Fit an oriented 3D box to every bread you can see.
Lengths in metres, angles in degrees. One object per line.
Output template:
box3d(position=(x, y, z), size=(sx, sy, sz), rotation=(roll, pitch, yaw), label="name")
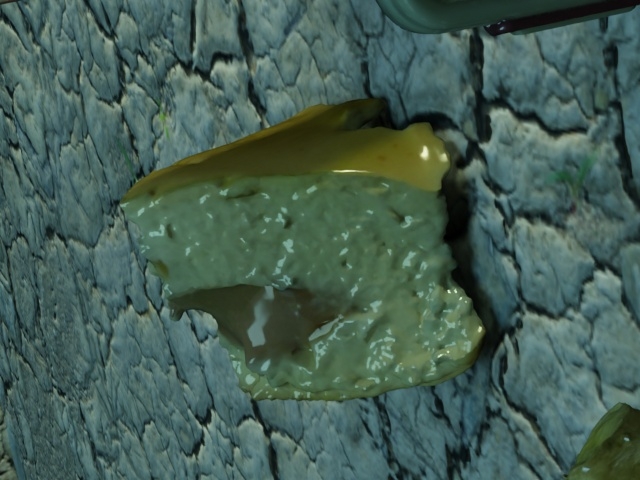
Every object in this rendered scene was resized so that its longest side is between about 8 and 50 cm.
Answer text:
box3d(position=(0.011, -0.004, 1.127), size=(0.211, 0.224, 0.183), rotation=(-55, -48, -66), label="bread")

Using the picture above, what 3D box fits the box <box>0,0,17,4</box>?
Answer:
box3d(position=(-0.157, -0.325, 0.903), size=(0.122, 0.385, 0.344), rotation=(27, 129, 59), label="box")

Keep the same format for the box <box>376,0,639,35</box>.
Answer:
box3d(position=(0.071, -0.250, 0.709), size=(0.167, 0.193, 0.294), rotation=(-144, 44, -62), label="box")

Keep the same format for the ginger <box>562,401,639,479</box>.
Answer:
box3d(position=(0.261, 0.136, 0.643), size=(0.363, 0.122, 0.348), rotation=(54, 160, 16), label="ginger")
